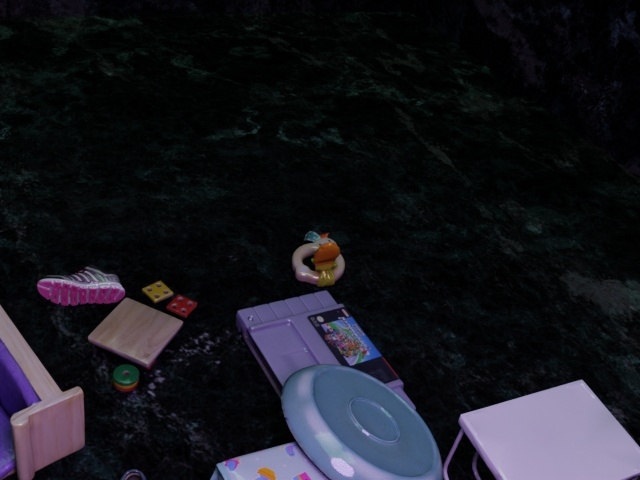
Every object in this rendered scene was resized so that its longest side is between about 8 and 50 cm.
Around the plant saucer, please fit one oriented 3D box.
[{"bbox_3d":[0.081,0.312,1.248,0.317,0.044,0.317,28,21,-12],"label":"plant saucer"}]

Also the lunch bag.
[{"bbox_3d":[-0.032,0.446,1.114,0.223,0.160,0.262,-3,44,-36],"label":"lunch bag"}]

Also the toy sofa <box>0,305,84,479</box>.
[{"bbox_3d":[-0.557,0.224,1.249,0.177,0.150,0.362,-21,48,-38],"label":"toy sofa"}]

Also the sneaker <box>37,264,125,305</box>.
[{"bbox_3d":[-0.489,0.087,1.525,0.170,0.063,0.075,3,38,-22],"label":"sneaker"}]

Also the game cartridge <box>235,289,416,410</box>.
[{"bbox_3d":[0.006,0.243,1.480,0.230,0.068,0.355,-15,45,-27],"label":"game cartridge"}]

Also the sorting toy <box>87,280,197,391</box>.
[{"bbox_3d":[-0.354,0.183,1.453,0.132,0.046,0.274,21,38,10],"label":"sorting toy"}]

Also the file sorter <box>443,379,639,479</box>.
[{"bbox_3d":[0.381,0.397,1.295,0.277,0.173,0.193,-8,43,-26],"label":"file sorter"}]

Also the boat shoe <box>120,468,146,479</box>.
[{"bbox_3d":[-0.292,0.450,1.082,0.095,0.079,0.254,7,32,1],"label":"boat shoe"}]

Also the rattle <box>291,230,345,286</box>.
[{"bbox_3d":[0.000,0.000,1.735,0.130,0.143,0.200,1,41,14],"label":"rattle"}]
